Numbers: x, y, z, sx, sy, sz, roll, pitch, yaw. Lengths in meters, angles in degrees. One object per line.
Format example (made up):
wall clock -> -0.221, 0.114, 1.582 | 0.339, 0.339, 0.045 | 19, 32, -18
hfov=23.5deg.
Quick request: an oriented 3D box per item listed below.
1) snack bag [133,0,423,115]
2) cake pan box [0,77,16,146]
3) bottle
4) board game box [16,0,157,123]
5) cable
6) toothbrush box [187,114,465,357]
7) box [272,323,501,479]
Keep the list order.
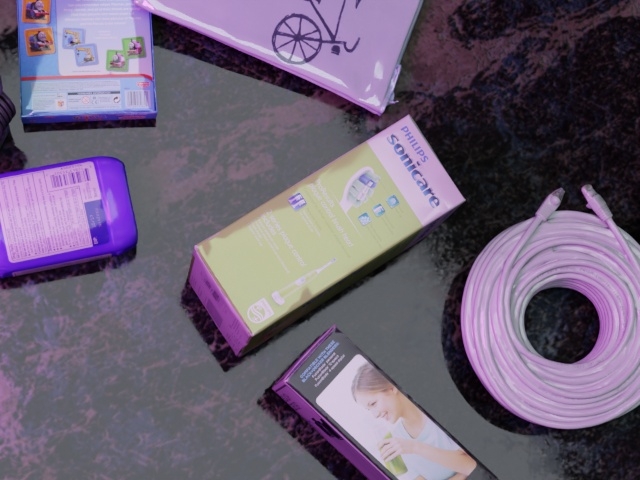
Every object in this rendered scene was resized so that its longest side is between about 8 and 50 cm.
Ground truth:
snack bag -> -0.018, -0.357, 1.881 | 0.343, 0.037, 0.323 | 23, 75, -10
cake pan box -> -0.467, -0.182, 1.692 | 0.267, 0.246, 0.070 | 27, 78, -1
bottle -> -0.354, -0.017, 1.755 | 0.283, 0.092, 0.118 | -12, 81, -9
board game box -> -0.280, -0.248, 1.833 | 0.160, 0.039, 0.211 | -3, 81, -9
cable -> 0.288, 0.095, 1.824 | 0.257, 0.089, 0.257 | -39, 88, -11
toothbrush box -> 0.000, 0.000, 1.742 | 0.283, 0.206, 0.122 | -31, 85, -11
box -> 0.082, 0.228, 1.733 | 0.290, 0.169, 0.087 | 44, 80, 0
